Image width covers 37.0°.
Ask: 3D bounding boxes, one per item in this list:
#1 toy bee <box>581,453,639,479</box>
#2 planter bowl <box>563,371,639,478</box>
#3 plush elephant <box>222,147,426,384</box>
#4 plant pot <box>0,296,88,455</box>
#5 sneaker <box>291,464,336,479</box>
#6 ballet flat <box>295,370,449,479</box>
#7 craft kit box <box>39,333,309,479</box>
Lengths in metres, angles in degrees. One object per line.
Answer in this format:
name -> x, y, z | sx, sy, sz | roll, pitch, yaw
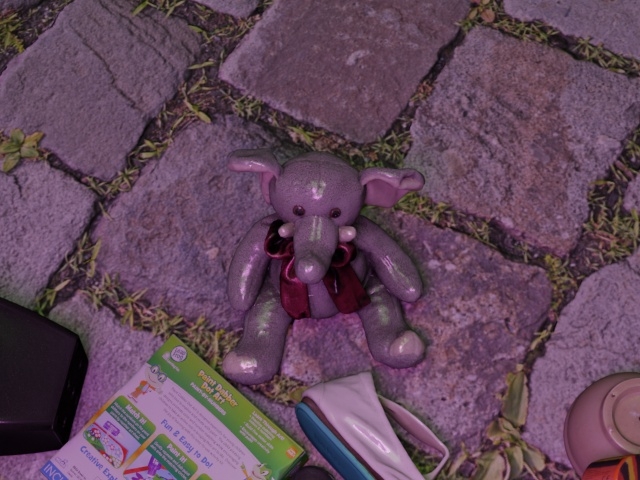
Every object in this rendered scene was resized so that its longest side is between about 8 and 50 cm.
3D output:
toy bee -> 0.414, 0.353, 1.094 | 0.195, 0.298, 0.162 | 2, 27, 45
planter bowl -> 0.385, 0.230, 1.166 | 0.162, 0.109, 0.162 | -3, 64, 6
plush elephant -> 0.000, 0.000, 1.241 | 0.272, 0.255, 0.330 | 0, 64, 7
plant pot -> -0.405, 0.186, 1.249 | 0.167, 0.188, 0.187 | 11, 65, -3
sneaker -> 0.000, 0.368, 1.128 | 0.086, 0.132, 0.228 | -10, 64, 2
ballet flat -> 0.125, 0.313, 1.153 | 0.139, 0.139, 0.400 | -34, 62, -10
craft kit box -> -0.188, 0.289, 1.235 | 0.250, 0.061, 0.246 | 38, 76, 21
